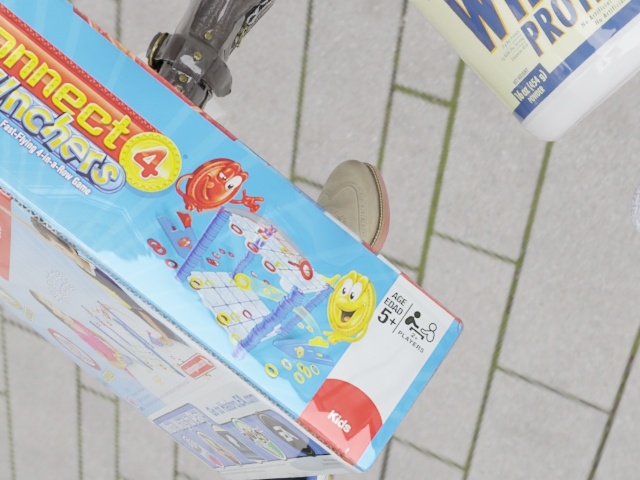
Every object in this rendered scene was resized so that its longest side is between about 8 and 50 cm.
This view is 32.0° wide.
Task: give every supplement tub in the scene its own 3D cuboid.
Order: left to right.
[{"bbox_3d":[0.205,-0.287,1.110,0.325,0.235,0.235,49,131,5],"label":"supplement tub"}]

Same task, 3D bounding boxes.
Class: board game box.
[{"bbox_3d":[-0.113,0.007,0.615,0.302,0.086,0.308,39,160,-5],"label":"board game box"}]

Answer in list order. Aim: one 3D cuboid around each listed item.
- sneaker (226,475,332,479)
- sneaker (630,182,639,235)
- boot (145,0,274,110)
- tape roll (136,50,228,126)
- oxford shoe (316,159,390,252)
[{"bbox_3d":[-0.049,0.229,1.038,0.112,0.131,0.296,13,131,8],"label":"sneaker"},{"bbox_3d":[0.374,-0.032,0.856,0.268,0.101,0.153,-26,132,1],"label":"sneaker"},{"bbox_3d":[-0.091,-0.163,0.870,0.091,0.263,0.229,28,92,-6],"label":"boot"},{"bbox_3d":[-0.236,-0.079,1.195,0.100,0.286,0.286,50,130,-3],"label":"tape roll"},{"bbox_3d":[0.000,0.000,1.482,0.123,0.348,0.130,-27,123,37],"label":"oxford shoe"}]
